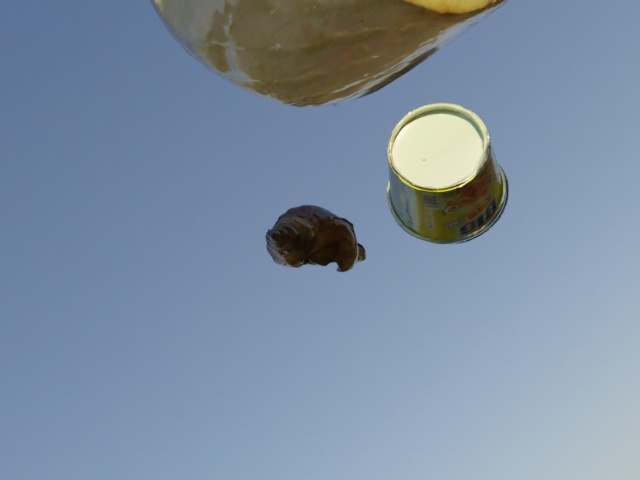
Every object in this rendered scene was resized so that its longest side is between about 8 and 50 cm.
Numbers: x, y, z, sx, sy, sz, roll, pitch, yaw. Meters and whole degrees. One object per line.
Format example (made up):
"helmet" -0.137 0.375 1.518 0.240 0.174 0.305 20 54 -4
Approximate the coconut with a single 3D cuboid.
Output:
"coconut" 0.025 -0.326 0.936 0.415 0.344 0.415 -33 -1 0

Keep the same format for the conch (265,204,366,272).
"conch" 0.003 -0.003 1.224 0.233 0.086 0.080 3 -65 -46

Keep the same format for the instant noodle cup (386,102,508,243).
"instant noodle cup" 0.193 -0.112 1.574 0.205 0.205 0.153 -40 -28 -6
